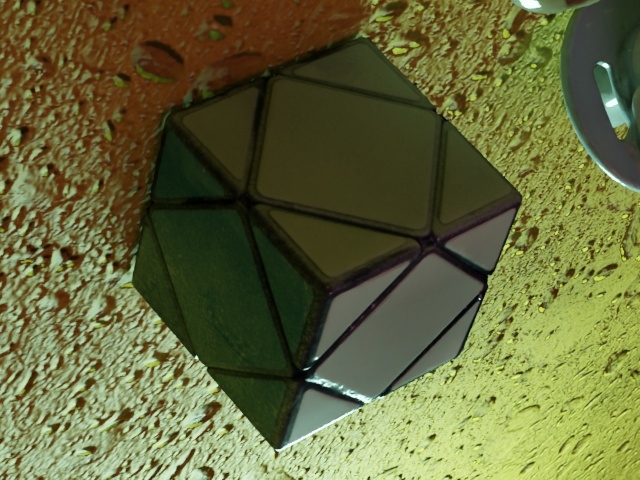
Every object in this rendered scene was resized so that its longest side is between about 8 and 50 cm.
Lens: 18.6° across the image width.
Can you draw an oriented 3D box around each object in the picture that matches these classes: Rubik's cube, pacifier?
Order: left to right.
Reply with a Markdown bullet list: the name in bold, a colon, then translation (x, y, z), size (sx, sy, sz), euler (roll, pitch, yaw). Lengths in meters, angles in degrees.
- **Rubik's cube**: translation (0.000, 0.000, 1.525), size (0.207, 0.205, 0.205), euler (-24, 149, -31)
- **pacifier**: translation (0.309, -0.136, 1.831), size (0.279, 0.227, 0.207), euler (-23, -172, -34)

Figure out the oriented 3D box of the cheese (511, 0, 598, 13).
- **cheese**: translation (0.214, -0.279, 1.498), size (0.235, 0.117, 0.218), euler (-43, 156, -1)
